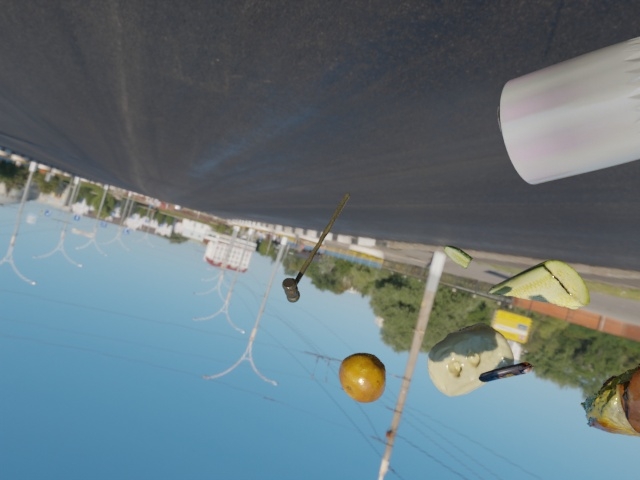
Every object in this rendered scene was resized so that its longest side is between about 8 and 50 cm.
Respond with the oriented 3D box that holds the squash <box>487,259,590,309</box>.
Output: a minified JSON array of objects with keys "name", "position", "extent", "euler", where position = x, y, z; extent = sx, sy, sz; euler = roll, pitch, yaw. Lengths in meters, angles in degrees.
[{"name":"squash","position":[0.654,0.152,1.403],"extent":[0.169,0.093,0.252],"euler":[46,149,3]}]

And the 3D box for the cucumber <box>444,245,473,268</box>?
[{"name":"cucumber","position":[0.503,0.049,1.687],"extent":[0.107,0.035,0.067],"euler":[39,154,24]}]

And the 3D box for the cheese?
[{"name":"cheese","position":[0.439,0.352,1.369],"extent":[0.173,0.248,0.251],"euler":[60,179,10]}]

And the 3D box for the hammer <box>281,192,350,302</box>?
[{"name":"hammer","position":[0.000,0.000,0.975],"extent":[0.029,0.292,0.058],"euler":[18,147,20]}]

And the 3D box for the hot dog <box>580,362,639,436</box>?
[{"name":"hot dog","position":[0.387,0.162,0.471],"extent":[0.123,0.093,0.261],"euler":[21,158,-28]}]

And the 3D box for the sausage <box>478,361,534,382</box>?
[{"name":"sausage","position":[0.411,0.298,1.040],"extent":[0.028,0.025,0.198],"euler":[27,153,-3]}]

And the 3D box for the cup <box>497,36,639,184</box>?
[{"name":"cup","position":[0.591,-0.273,0.981],"extent":[0.253,0.253,0.371],"euler":[18,162,-40]}]

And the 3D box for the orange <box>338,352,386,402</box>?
[{"name":"orange","position":[0.131,0.414,1.412],"extent":[0.134,0.154,0.155],"euler":[-30,-156,-28]}]
